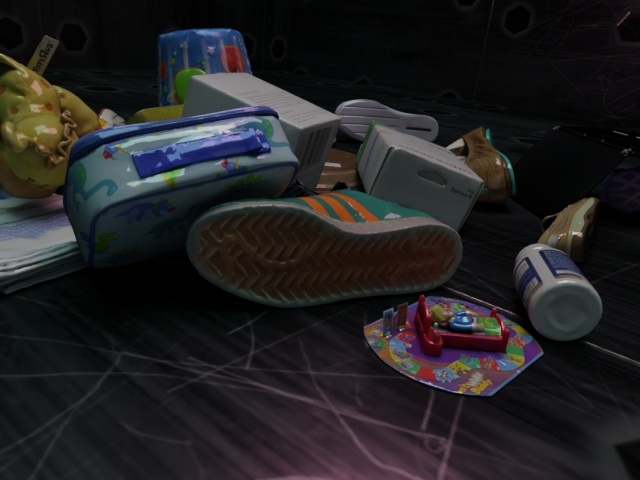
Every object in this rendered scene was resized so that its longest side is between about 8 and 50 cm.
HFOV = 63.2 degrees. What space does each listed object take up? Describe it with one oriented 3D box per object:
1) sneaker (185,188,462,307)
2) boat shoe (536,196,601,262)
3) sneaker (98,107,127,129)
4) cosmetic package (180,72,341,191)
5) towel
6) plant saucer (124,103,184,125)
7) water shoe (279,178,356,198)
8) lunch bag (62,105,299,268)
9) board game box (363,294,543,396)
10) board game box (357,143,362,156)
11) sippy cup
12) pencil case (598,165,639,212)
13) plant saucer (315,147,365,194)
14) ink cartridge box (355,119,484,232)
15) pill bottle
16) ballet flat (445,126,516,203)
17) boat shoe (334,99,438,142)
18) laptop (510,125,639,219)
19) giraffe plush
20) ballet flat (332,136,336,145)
[{"bbox_3d":[0.000,0.000,0.572,0.302,0.108,0.121,4,19,-24],"label":"sneaker"},{"bbox_3d":[0.365,-0.024,0.768,0.072,0.068,0.190,6,19,34],"label":"boat shoe"},{"bbox_3d":[-0.388,-0.188,0.991,0.092,0.088,0.225,19,15,-24],"label":"sneaker"},{"bbox_3d":[-0.097,-0.146,0.786,0.183,0.151,0.151,28,27,14],"label":"cosmetic package"},{"bbox_3d":[-0.364,-0.021,0.619,0.285,0.034,0.209,18,24,30],"label":"towel"},{"bbox_3d":[-0.261,-0.140,0.819,0.188,0.045,0.188,-34,2,30],"label":"plant saucer"},{"bbox_3d":[-0.048,-0.044,0.689,0.203,0.080,0.073,-5,24,-25],"label":"water shoe"},{"bbox_3d":[-0.140,-0.056,0.533,0.219,0.090,0.176,-19,-11,-30],"label":"lunch bag"},{"bbox_3d":[0.128,0.080,0.487,0.168,0.033,0.133,-16,30,-42],"label":"board game box"},{"bbox_3d":[0.150,-0.165,1.056,0.103,0.026,0.154,26,18,19],"label":"board game box"},{"bbox_3d":[-0.229,-0.303,1.053,0.240,0.224,0.305,-17,20,-36],"label":"sippy cup"},{"bbox_3d":[0.625,-0.105,1.012,0.206,0.086,0.088,-12,-8,-39],"label":"pencil case"},{"bbox_3d":[-0.028,-0.141,0.995,0.278,0.041,0.278,6,22,-2],"label":"plant saucer"},{"bbox_3d":[0.149,-0.111,0.844,0.154,0.093,0.212,19,19,-10],"label":"ink cartridge box"},{"bbox_3d":[0.242,0.048,0.549,0.067,0.067,0.120,8,22,6],"label":"pill bottle"},{"bbox_3d":[0.296,-0.147,1.029,0.124,0.116,0.342,-10,22,15],"label":"ballet flat"},{"bbox_3d":[0.170,-0.306,1.400,0.302,0.109,0.094,6,4,-22],"label":"boat shoe"},{"bbox_3d":[0.501,-0.122,0.945,0.264,0.136,0.234,2,22,-8],"label":"laptop"},{"bbox_3d":[-0.357,-0.124,0.665,0.181,0.210,0.170,-3,47,-40],"label":"giraffe plush"},{"bbox_3d":[-0.007,-0.297,1.350,0.073,0.067,0.206,-2,23,-18],"label":"ballet flat"}]
